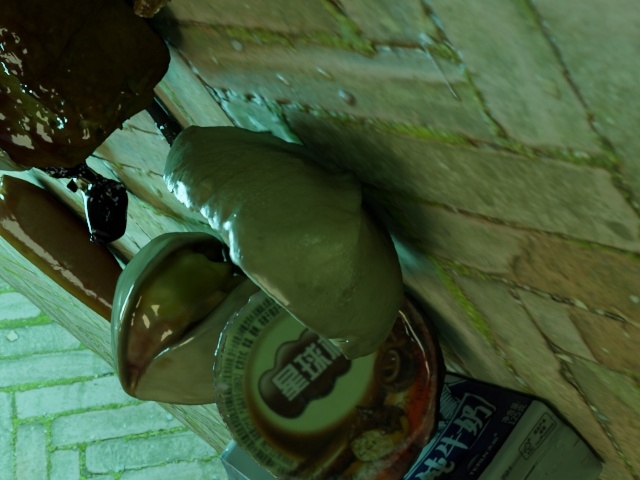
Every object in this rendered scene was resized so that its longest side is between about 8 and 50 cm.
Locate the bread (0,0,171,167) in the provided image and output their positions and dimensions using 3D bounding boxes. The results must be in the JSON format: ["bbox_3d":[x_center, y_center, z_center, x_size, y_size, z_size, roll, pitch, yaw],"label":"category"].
[{"bbox_3d":[-0.227,-0.164,0.927,0.232,0.135,0.247,19,153,21],"label":"bread"}]

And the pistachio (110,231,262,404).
[{"bbox_3d":[-0.151,0.093,1.354,0.187,0.187,0.299,37,159,8],"label":"pistachio"}]

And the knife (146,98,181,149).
[{"bbox_3d":[-0.172,-0.140,1.069,0.045,0.021,0.222,27,161,44],"label":"knife"}]

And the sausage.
[{"bbox_3d":[-0.354,0.036,1.807,0.348,0.094,0.097,44,168,-18],"label":"sausage"}]

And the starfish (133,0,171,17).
[{"bbox_3d":[-0.116,-0.209,0.731,0.240,0.043,0.227,26,160,32],"label":"starfish"}]

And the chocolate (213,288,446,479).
[{"bbox_3d":[0.015,0.114,1.117,0.221,0.221,0.147,39,-172,0],"label":"chocolate"}]

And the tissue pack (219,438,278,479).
[{"bbox_3d":[-0.052,0.356,1.924,0.159,0.136,0.246,35,163,12],"label":"tissue pack"}]

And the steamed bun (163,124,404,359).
[{"bbox_3d":[-0.003,-0.002,0.910,0.231,0.110,0.212,41,-179,-16],"label":"steamed bun"}]

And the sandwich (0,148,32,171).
[{"bbox_3d":[-0.358,-0.143,1.318,0.220,0.108,0.186,35,164,4],"label":"sandwich"}]

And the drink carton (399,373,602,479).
[{"bbox_3d":[0.131,0.209,1.135,0.102,0.134,0.222,44,164,-24],"label":"drink carton"}]

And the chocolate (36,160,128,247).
[{"bbox_3d":[-0.277,-0.065,1.419,0.070,0.072,0.147,21,150,55],"label":"chocolate"}]
